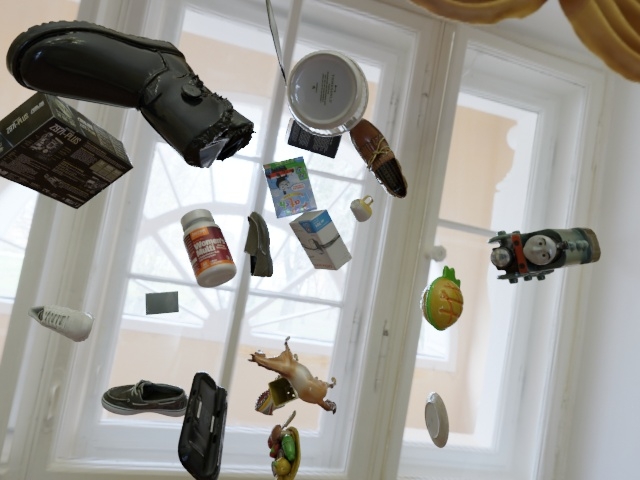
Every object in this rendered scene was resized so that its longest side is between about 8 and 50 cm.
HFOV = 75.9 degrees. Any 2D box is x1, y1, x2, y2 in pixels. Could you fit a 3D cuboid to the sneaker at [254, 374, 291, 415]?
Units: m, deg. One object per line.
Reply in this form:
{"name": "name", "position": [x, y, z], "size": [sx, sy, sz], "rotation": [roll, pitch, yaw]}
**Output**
{"name": "sneaker", "position": [-0.167, 0.625, 1.681], "size": [0.093, 0.225, 0.088], "rotation": [39, 11, -20]}

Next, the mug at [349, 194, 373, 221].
{"name": "mug", "position": [0.125, -0.107, 1.297], "size": [0.062, 0.078, 0.064], "rotation": [5, -25, 34]}

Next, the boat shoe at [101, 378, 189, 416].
{"name": "boat shoe", "position": [-0.649, 0.570, 1.528], "size": [0.336, 0.119, 0.121], "rotation": [3, 28, 0]}

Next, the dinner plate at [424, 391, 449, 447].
{"name": "dinner plate", "position": [0.309, 0.485, 1.114], "size": [0.017, 0.141, 0.141], "rotation": [2, -1, -9]}

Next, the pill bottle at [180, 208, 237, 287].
{"name": "pill bottle", "position": [-0.340, 0.021, 1.227], "size": [0.121, 0.221, 0.121], "rotation": [-22, -23, -10]}

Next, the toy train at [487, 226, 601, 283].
{"name": "toy train", "position": [0.579, 0.028, 1.064], "size": [0.334, 0.142, 0.190], "rotation": [1, -15, -42]}

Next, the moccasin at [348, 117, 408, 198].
{"name": "moccasin", "position": [0.242, -0.329, 1.684], "size": [0.139, 0.379, 0.147], "rotation": [-29, 22, 4]}

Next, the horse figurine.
{"name": "horse figurine", "position": [-0.047, 0.346, 1.049], "size": [0.263, 0.066, 0.174], "rotation": [44, 10, 7]}

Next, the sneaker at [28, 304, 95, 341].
{"name": "sneaker", "position": [-0.751, 0.234, 1.190], "size": [0.235, 0.090, 0.095], "rotation": [2, -24, 31]}

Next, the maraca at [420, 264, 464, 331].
{"name": "maraca", "position": [0.318, 0.146, 1.049], "size": [0.099, 0.185, 0.127], "rotation": [-7, -58, 44]}

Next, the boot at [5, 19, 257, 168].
{"name": "boot", "position": [-0.227, -0.183, 0.540], "size": [0.207, 0.094, 0.247], "rotation": [46, 37, 15]}

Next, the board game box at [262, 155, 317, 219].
{"name": "board game box", "position": [-0.114, -0.199, 1.548], "size": [0.160, 0.211, 0.039], "rotation": [-15, -2, -6]}

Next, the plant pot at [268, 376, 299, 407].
{"name": "plant pot", "position": [-0.109, 0.490, 1.336], "size": [0.082, 0.081, 0.083], "rotation": [-26, -27, 9]}

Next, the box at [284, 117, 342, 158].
{"name": "box", "position": [-0.034, -0.419, 1.680], "size": [0.207, 0.108, 0.153], "rotation": [13, 15, -15]}

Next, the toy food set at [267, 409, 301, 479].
{"name": "toy food set", "position": [-0.127, 0.630, 1.254], "size": [0.071, 0.128, 0.217], "rotation": [33, 17, -22]}

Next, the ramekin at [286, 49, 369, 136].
{"name": "ramekin", "position": [0.015, -0.466, 1.293], "size": [0.273, 0.272, 0.127], "rotation": [10, 13, 6]}

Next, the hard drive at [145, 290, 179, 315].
{"name": "hard drive", "position": [-0.679, 0.268, 1.762], "size": [0.135, 0.094, 0.022], "rotation": [-2, -16, -19]}

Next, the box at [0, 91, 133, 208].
{"name": "box", "position": [-0.465, -0.155, 0.737], "size": [0.077, 0.147, 0.180], "rotation": [58, 6, 24]}

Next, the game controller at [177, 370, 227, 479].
{"name": "game controller", "position": [-0.335, 0.529, 1.190], "size": [0.166, 0.067, 0.319], "rotation": [53, 10, -25]}

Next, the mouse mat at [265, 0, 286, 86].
{"name": "mouse mat", "position": [-0.096, -0.441, 0.875], "size": [0.007, 0.152, 0.189], "rotation": [-10, -14, 3]}

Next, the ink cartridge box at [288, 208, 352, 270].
{"name": "ink cartridge box", "position": [0.000, 0.000, 1.352], "size": [0.082, 0.190, 0.140], "rotation": [-37, 18, -29]}

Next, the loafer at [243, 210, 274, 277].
{"name": "loafer", "position": [-0.229, 0.021, 1.469], "size": [0.088, 0.250, 0.094], "rotation": [-14, 10, -27]}
